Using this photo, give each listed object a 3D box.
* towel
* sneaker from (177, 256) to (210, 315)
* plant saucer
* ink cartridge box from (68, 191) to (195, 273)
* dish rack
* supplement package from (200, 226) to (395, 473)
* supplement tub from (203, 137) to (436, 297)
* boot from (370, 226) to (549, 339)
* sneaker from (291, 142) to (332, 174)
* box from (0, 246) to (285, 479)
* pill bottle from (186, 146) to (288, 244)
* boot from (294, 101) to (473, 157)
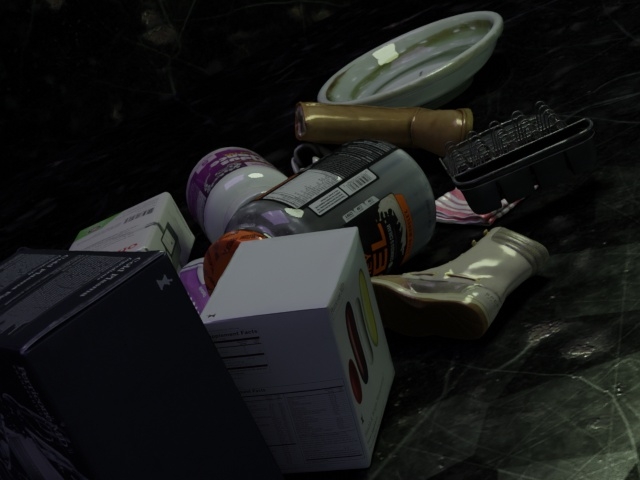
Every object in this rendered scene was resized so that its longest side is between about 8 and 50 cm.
[{"bbox_3d":[0.264,-0.084,1.765,0.197,0.029,0.144,-37,23,-27],"label":"towel"},{"bbox_3d":[-0.171,0.110,1.729,0.161,0.102,0.282,-42,25,-28],"label":"sneaker"},{"bbox_3d":[0.192,-0.328,2.351,0.401,0.100,0.400,-23,21,9],"label":"plant saucer"},{"bbox_3d":[-0.350,0.041,2.089,0.198,0.114,0.273,-23,20,11],"label":"ink cartridge box"},{"bbox_3d":[0.279,-0.135,1.735,0.208,0.074,0.271,-23,23,2],"label":"dish rack"},{"bbox_3d":[-0.019,0.122,1.321,0.149,0.203,0.194,-8,25,16],"label":"supplement package"},{"bbox_3d":[0.000,0.000,1.599,0.194,0.193,0.316,-5,22,45],"label":"supplement tub"},{"bbox_3d":[0.168,0.048,1.492,0.213,0.077,0.165,6,38,48],"label":"boot"},{"bbox_3d":[-0.001,-0.132,2.056,0.099,0.121,0.262,-40,18,3],"label":"sneaker"},{"bbox_3d":[-0.233,0.194,1.237,0.179,0.343,0.313,-38,22,-33],"label":"box"},{"bbox_3d":[-0.121,-0.053,1.961,0.169,0.169,0.301,-29,20,-7],"label":"pill bottle"},{"bbox_3d":[0.102,-0.186,1.967,0.270,0.089,0.236,3,5,-9],"label":"boot"}]
